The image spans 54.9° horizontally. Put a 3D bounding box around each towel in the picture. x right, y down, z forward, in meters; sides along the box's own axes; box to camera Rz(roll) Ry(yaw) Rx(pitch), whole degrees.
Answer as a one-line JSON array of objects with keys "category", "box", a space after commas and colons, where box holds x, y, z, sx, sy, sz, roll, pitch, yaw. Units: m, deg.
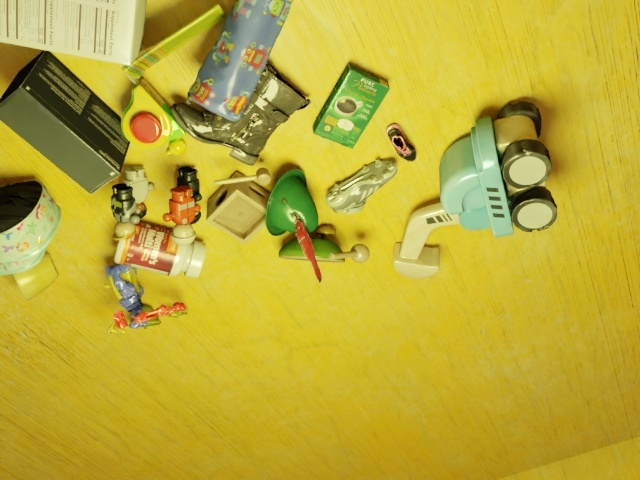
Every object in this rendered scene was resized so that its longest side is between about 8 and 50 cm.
[{"category": "towel", "box": [-0.299, -0.409, 1.276, 0.237, 0.102, 0.021, -32, 102, 4]}]

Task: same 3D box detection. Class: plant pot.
[{"category": "plant pot", "box": [-0.766, 0.082, 1.660, 0.095, 0.134, 0.134, -23, 133, -19]}]

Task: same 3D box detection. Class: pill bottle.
[{"category": "pill bottle", "box": [-0.424, 0.027, 1.640, 0.221, 0.121, 0.121, 15, 127, -18]}]

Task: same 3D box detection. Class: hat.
[{"category": "hat", "box": [-0.018, -0.051, 1.535, 0.183, 0.173, 0.208, 25, 129, 27]}]

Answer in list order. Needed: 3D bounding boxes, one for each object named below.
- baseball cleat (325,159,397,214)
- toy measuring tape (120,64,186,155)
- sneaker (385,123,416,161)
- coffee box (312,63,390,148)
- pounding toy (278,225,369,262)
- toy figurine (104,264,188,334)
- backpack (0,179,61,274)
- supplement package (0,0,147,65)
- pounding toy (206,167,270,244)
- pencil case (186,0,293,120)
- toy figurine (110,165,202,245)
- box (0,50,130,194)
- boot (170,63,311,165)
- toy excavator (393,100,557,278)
[{"category": "baseball cleat", "box": [0.115, -0.136, 1.608, 0.206, 0.072, 0.109, -23, 144, 16]}, {"category": "toy measuring tape", "box": [-0.429, -0.309, 1.373, 0.121, 0.121, 0.330, -31, 117, 19]}, {"category": "sneaker", "box": [0.204, -0.232, 1.533, 0.047, 0.057, 0.119, -33, 127, 18]}, {"category": "coffee box", "box": [0.071, -0.314, 1.460, 0.113, 0.040, 0.184, 18, 126, -20]}, {"category": "pounding toy", "box": [0.000, 0.000, 1.663, 0.237, 0.110, 0.183, 0, 175, 40]}, {"category": "toy figurine", "box": [-0.503, 0.128, 1.718, 0.191, 0.217, 0.362, -21, 174, -6]}, {"category": "backpack", "box": [-0.760, -0.032, 1.487, 0.253, 0.225, 0.191, -14, 131, 9]}, {"category": "supplement package", "box": [-0.468, -0.465, 1.152, 0.262, 0.199, 0.198, 7, 115, -12]}, {"category": "pounding toy", "box": [-0.197, -0.121, 1.557, 0.181, 0.094, 0.206, 34, 119, -30]}, {"category": "pencil case", "box": [-0.165, -0.401, 1.274, 0.119, 0.133, 0.306, 9, 117, -46]}, {"category": "toy figurine", "box": [-0.393, -0.083, 1.492, 0.209, 0.213, 0.148, 0, 116, -7]}, {"category": "box", "box": [-0.550, -0.257, 1.349, 0.103, 0.184, 0.261, -31, 126, 18]}, {"category": "boot", "box": [-0.183, -0.314, 1.417, 0.263, 0.091, 0.229, 26, 117, -29]}, {"category": "toy excavator", "box": [0.366, -0.101, 1.593, 0.445, 0.222, 0.433, -9, 132, 20]}]
